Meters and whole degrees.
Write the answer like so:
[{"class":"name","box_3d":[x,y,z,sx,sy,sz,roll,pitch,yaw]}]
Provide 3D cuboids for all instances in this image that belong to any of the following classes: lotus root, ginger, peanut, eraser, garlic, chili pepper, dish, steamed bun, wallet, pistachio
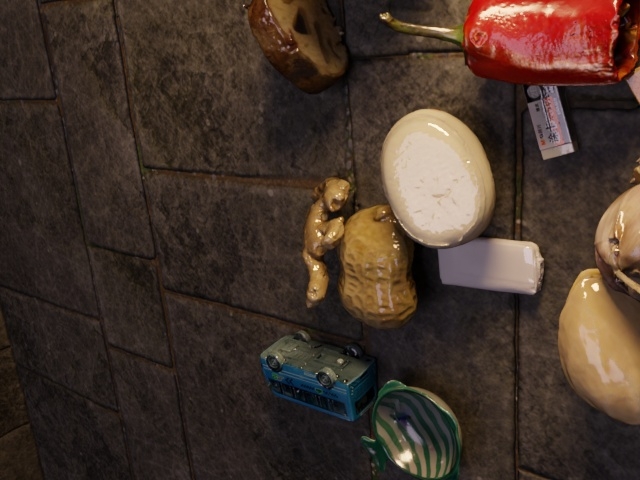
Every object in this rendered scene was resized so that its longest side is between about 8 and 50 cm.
[{"class":"lotus root","box_3d":[-0.047,-0.385,1.185,0.074,0.170,0.260,-19,99,47]},{"class":"ginger","box_3d":[0.005,-0.006,1.254,0.149,0.065,0.258,136,144,-66]},{"class":"peanut","box_3d":[0.105,0.047,1.248,0.197,0.110,0.233,19,118,53]},{"class":"eraser","box_3d":[0.345,-0.186,1.011,0.052,0.029,0.122,-12,99,43]},{"class":"garlic","box_3d":[0.435,-0.014,0.857,0.207,0.257,0.207,2,94,35]},{"class":"chili pepper","box_3d":[0.268,-0.291,0.965,0.338,0.131,0.134,9,127,34]},{"class":"dish","box_3d":[0.193,0.371,1.328,0.246,0.078,0.224,-40,79,41]},{"class":"steamed bun","box_3d":[0.195,-0.103,1.103,0.177,0.131,0.228,-25,89,33]},{"class":"wallet","box_3d":[0.287,0.040,1.149,0.190,0.033,0.095,4,111,41]},{"class":"pistachio","box_3d":[0.431,0.155,0.993,0.157,0.157,0.229,-22,87,43]}]

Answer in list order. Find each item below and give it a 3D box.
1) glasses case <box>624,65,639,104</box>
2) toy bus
[{"class":"glasses case","box_3d":[0.478,-0.165,0.899,0.065,0.041,0.170,-32,84,32]},{"class":"toy bus","box_3d":[-0.005,0.289,1.442,0.246,0.113,0.134,8,118,37]}]
